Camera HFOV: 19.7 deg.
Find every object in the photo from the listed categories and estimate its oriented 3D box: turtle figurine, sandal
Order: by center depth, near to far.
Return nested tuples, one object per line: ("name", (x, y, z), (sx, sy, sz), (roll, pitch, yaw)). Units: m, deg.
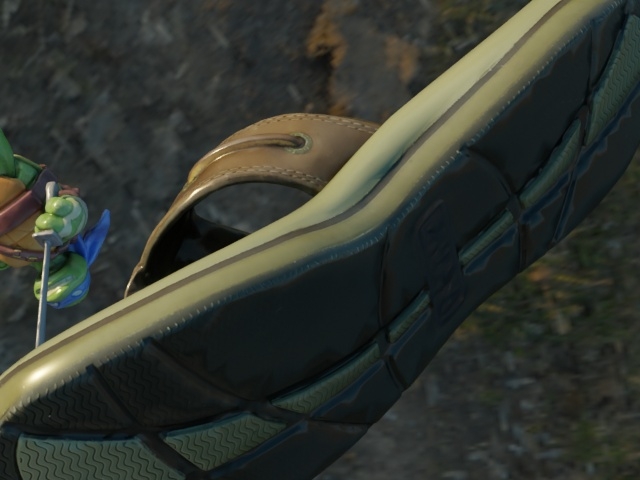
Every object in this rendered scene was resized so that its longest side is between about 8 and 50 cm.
("sandal", (0.001, 0.000, 0.665), (0.302, 0.120, 0.086), (-37, 53, -26))
("turtle figurine", (-0.303, -0.022, 1.544), (0.274, 0.198, 0.266), (-41, 108, -32))
